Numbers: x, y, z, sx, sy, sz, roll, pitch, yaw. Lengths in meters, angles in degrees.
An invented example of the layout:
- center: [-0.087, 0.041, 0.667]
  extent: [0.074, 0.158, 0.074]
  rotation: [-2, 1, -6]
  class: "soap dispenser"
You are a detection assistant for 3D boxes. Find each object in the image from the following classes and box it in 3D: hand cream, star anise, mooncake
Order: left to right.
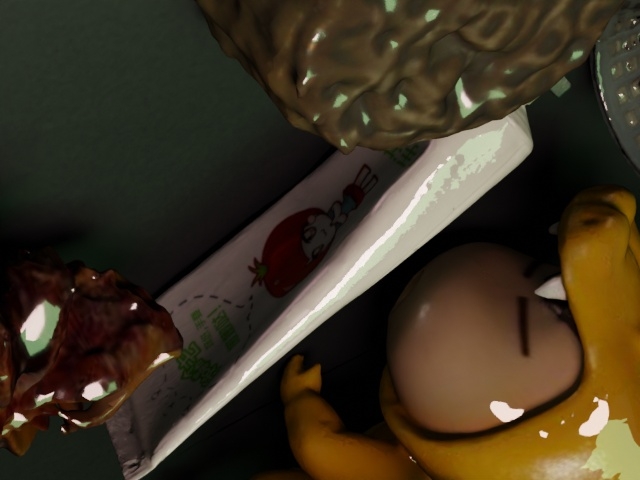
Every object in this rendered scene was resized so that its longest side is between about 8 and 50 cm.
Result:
- center: [-0.189, 0.066, 0.978]
  extent: [0.190, 0.125, 0.220]
  rotation: [-19, 179, 30]
  class: "star anise"
- center: [0.000, 0.000, 1.065]
  extent: [0.336, 0.121, 0.076]
  rotation: [-40, 127, 6]
  class: "hand cream"
- center: [0.053, -0.142, 0.922]
  extent: [0.228, 0.124, 0.228]
  rotation: [-22, 145, -16]
  class: "mooncake"

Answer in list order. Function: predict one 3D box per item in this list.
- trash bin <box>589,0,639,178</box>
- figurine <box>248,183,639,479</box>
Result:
- center: [0.278, -0.112, 1.115]
  extent: [0.161, 0.175, 0.175]
  rotation: [-26, 146, -28]
  class: "trash bin"
- center: [0.128, 0.174, 1.244]
  extent: [0.387, 0.268, 0.401]
  rotation: [-32, 137, 23]
  class: "figurine"
